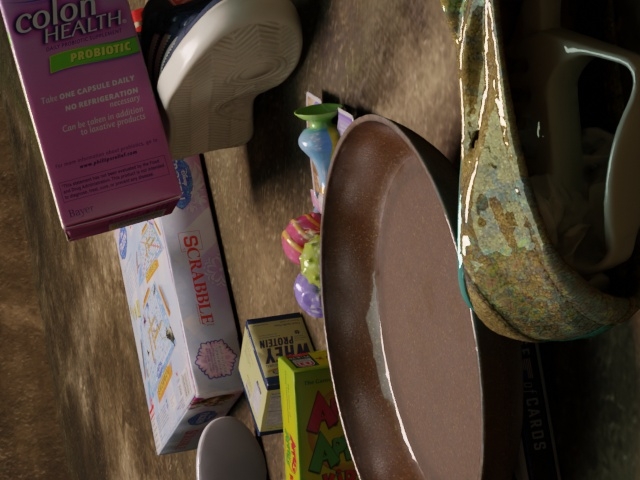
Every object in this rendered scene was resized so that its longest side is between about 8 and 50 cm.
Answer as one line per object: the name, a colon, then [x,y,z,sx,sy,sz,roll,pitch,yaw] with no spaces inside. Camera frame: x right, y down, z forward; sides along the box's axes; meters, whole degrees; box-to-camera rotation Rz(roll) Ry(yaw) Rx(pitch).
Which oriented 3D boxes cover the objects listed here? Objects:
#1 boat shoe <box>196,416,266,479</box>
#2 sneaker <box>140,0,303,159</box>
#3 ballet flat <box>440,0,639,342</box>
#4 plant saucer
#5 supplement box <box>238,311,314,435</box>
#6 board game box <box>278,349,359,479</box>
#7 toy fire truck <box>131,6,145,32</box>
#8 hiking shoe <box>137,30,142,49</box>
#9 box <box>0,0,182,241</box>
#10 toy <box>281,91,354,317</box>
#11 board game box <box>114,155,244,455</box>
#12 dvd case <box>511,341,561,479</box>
boat shoe: [-0.091,0.311,1.763,0.076,0.080,0.228,144,110,-69]
sneaker: [-0.112,-0.194,1.507,0.350,0.131,0.148,135,121,-69]
ballet flat: [0.125,-0.116,0.848,0.123,0.123,0.348,-166,70,-72]
plant saucer: [0.068,0.066,1.084,0.310,0.050,0.310,172,90,-73]
supplement box: [-0.040,0.130,1.541,0.083,0.056,0.083,102,155,-47]
board game box: [0.019,0.181,1.313,0.043,0.092,0.181,-142,46,-67]
toy fire truck: [-0.250,-0.204,1.936,0.135,0.192,0.047,56,-166,-58]
hiking shoe: [-0.195,-0.167,1.796,0.227,0.086,0.114,22,127,48]
box: [-0.226,-0.133,1.552,0.213,0.117,0.243,155,99,-82]
toy: [0.000,0.000,1.360,0.137,0.056,0.237,-141,47,-68]
board game box: [-0.178,0.073,1.943,0.318,0.066,0.318,126,134,-66]
dvd case: [0.108,0.104,1.103,0.179,0.030,0.238,157,105,-72]
